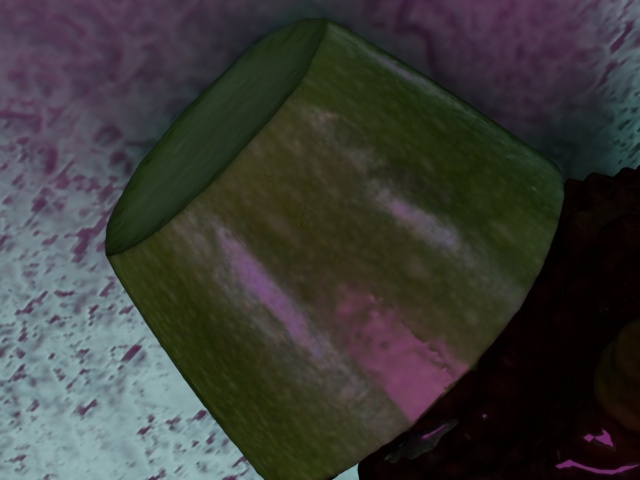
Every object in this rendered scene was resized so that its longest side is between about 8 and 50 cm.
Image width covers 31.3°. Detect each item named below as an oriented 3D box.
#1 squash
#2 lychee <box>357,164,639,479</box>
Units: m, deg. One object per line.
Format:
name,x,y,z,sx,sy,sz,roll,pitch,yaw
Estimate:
squash,0.000,0.000,0.437,0.170,0.170,0.123,-40,111,18
lychee,0.145,0.106,0.473,0.275,0.276,0.304,-25,142,8
